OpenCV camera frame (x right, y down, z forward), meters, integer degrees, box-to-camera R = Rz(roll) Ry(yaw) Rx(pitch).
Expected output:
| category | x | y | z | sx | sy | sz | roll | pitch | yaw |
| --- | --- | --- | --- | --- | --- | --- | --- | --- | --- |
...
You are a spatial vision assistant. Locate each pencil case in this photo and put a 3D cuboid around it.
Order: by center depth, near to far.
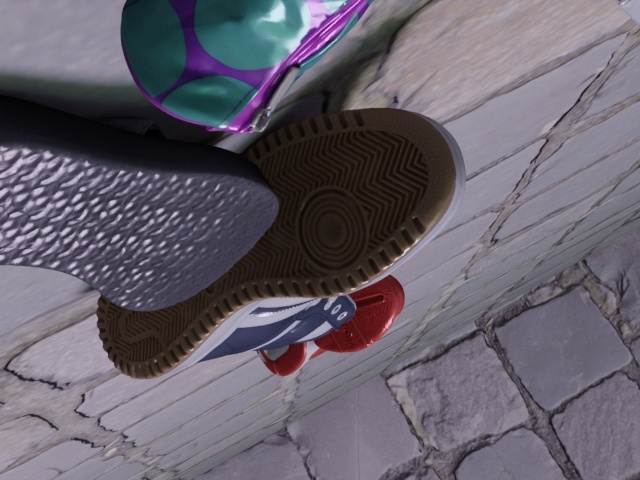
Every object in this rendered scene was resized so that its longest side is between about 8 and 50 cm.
| category | x | y | z | sx | sy | sz | roll | pitch | yaw |
| --- | --- | --- | --- | --- | --- | --- | --- | --- | --- |
| pencil case | 0.004 | -0.097 | 0.375 | 0.152 | 0.070 | 0.064 | -38 | 166 | 30 |

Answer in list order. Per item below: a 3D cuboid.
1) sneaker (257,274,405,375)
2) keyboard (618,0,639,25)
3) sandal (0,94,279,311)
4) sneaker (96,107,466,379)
| category | x | y | z | sx | sy | sz | roll | pitch | yaw |
| --- | --- | --- | --- | --- | --- | --- | --- | --- | --- |
| sneaker | 0.031 | 0.059 | 1.159 | 0.128 | 0.087 | 0.221 | -32 | -175 | -41 |
| keyboard | 0.278 | -0.179 | 0.871 | 0.072 | 0.014 | 0.256 | -29 | 170 | 22 |
| sandal | -0.097 | -0.025 | 0.517 | 0.097 | 0.054 | 0.254 | -40 | 157 | 12 |
| sneaker | 0.000 | 0.000 | 0.711 | 0.282 | 0.099 | 0.153 | -30 | 166 | 37 |
